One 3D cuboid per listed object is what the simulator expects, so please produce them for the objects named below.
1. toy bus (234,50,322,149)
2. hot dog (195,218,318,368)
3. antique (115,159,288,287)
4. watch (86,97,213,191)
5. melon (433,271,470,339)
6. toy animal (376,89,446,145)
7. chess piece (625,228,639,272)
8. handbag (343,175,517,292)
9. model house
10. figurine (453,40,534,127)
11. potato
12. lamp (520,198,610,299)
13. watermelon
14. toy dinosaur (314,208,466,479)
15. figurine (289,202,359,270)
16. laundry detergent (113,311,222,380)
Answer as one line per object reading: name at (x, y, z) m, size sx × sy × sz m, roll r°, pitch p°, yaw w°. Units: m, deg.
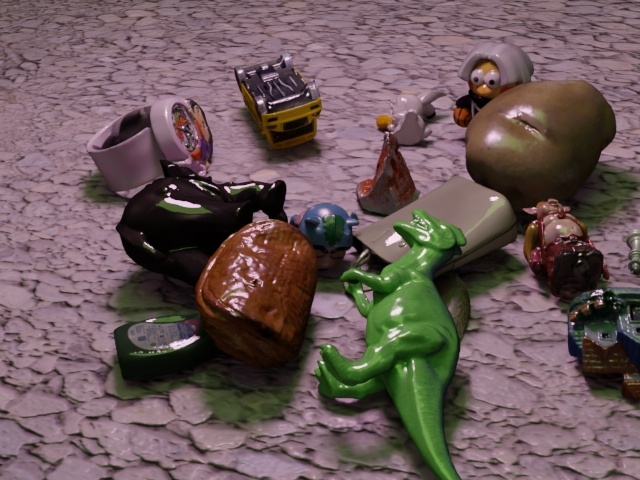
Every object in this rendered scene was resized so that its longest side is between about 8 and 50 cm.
toy bus at (-0.095, -0.314, 2.245) m, size 0.144 × 0.152 × 0.330 m, roll -17°, pitch 31°, yaw -9°
hot dog at (-0.093, 0.082, 1.562) m, size 0.196 × 0.122 × 0.272 m, roll 31°, pitch 35°, yaw -13°
antique at (-0.222, -0.037, 1.773) m, size 0.255 × 0.185 × 0.322 m, roll 11°, pitch 23°, yaw 23°
watch at (-0.366, -0.200, 2.118) m, size 0.231 × 0.196 × 0.244 m, roll -20°, pitch 27°, yaw 18°
melon at (0.207, 0.099, 1.635) m, size 0.098 × 0.054 × 0.182 m, roll -5°, pitch 28°, yaw 31°
toy animal at (0.206, -0.281, 2.224) m, size 0.127 × 0.131 × 0.182 m, roll 25°, pitch 39°, yaw -11°
chess piece at (0.551, 0.021, 1.703) m, size 0.042 × 0.042 × 0.093 m, roll 5°, pitch 37°, yaw 17°
handbag at (0.173, -0.004, 1.731) m, size 0.315 × 0.109 × 0.241 m, roll -23°, pitch 26°, yaw -20°
model house at (0.441, 0.157, 1.438) m, size 0.148 × 0.119 × 0.149 m, roll 0°, pitch 40°, yaw 8°
figurine at (0.363, -0.308, 2.078) m, size 0.176 × 0.236 × 0.133 m, roll 15°, pitch 38°, yaw 28°
potato at (0.414, -0.189, 1.893) m, size 0.243 × 0.221 × 0.326 m, roll 10°, pitch 43°, yaw 42°
lamp at (0.409, -0.003, 1.696) m, size 0.118 × 0.118 × 0.253 m, roll -6°, pitch 33°, yaw -1°
watermelon at (0.144, -0.115, 1.912) m, size 0.121 × 0.158 × 0.098 m, roll 26°, pitch 35°, yaw -1°
toy dinosaur at (0.198, 0.172, 1.447) m, size 0.374 × 0.144 × 0.500 m, roll -32°, pitch 54°, yaw -29°
figurine at (-0.005, 0.002, 1.769) m, size 0.114 × 0.145 × 0.178 m, roll 17°, pitch 0°, yaw -20°
laundry detergent at (-0.224, 0.157, 1.580) m, size 0.210 × 0.063 × 0.137 m, roll -13°, pitch 26°, yaw -12°
